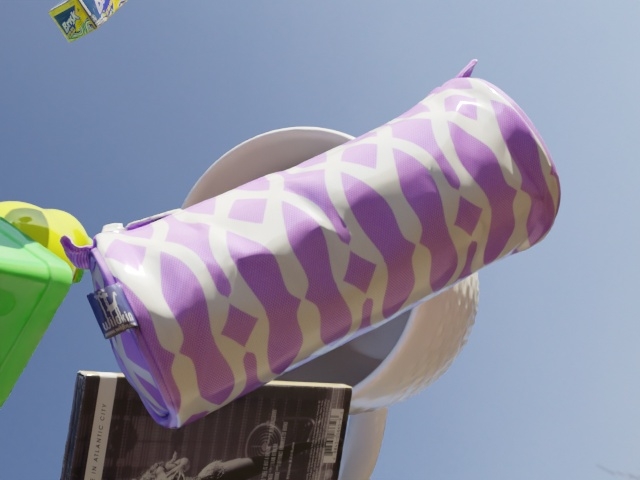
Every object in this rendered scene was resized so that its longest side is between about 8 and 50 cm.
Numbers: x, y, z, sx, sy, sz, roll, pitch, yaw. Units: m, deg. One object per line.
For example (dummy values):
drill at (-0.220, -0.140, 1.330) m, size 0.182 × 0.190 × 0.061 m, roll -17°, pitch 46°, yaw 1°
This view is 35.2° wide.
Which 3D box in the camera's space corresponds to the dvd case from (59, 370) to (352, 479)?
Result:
dvd case at (-0.079, 0.178, 0.704) m, size 0.221 × 0.018 × 0.165 m, roll 9°, pitch -90°, yaw -38°

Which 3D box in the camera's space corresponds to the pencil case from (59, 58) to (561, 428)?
pencil case at (0.000, 0.000, 0.423) m, size 0.206 × 0.088 × 0.086 m, roll -24°, pitch -21°, yaw -21°

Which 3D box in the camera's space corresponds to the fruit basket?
fruit basket at (-0.493, 0.056, 1.417) m, size 0.283 × 0.392 × 0.392 m, roll -59°, pitch -33°, yaw 0°

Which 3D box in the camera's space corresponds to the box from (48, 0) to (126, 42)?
box at (-0.326, -0.357, 1.478) m, size 0.054 × 0.059 × 0.169 m, roll 57°, pitch -147°, yaw -25°

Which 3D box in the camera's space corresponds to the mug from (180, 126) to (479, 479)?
mug at (0.027, 0.097, 1.087) m, size 0.328 × 0.276 × 0.374 m, roll 20°, pitch -104°, yaw -65°
